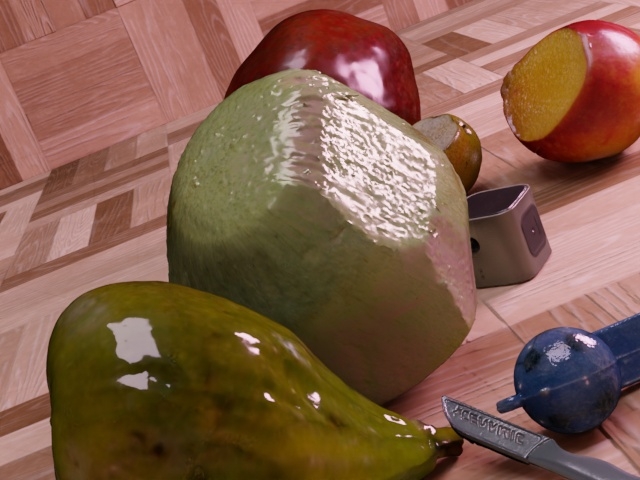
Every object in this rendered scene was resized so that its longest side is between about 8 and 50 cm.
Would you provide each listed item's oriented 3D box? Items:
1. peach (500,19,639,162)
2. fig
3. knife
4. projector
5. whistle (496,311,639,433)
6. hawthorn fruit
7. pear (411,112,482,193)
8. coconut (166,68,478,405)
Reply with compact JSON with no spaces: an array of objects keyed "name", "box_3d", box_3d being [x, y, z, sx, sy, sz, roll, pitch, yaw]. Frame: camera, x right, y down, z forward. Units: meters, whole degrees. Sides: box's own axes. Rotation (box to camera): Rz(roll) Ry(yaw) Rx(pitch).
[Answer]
[{"name":"peach","box_3d":[0.330,-0.191,1.401,0.193,0.190,0.190,1,22,8]},{"name":"fig","box_3d":[-0.055,0.147,0.804,0.314,0.233,0.233,6,24,10]},{"name":"knife","box_3d":[0.164,0.156,0.801,0.210,0.015,0.028,15,67,47]},{"name":"projector","box_3d":[0.194,-0.005,1.179,0.083,0.082,0.083,-10,21,35]},{"name":"whistle","box_3d":[0.209,0.101,0.846,0.158,0.090,0.090,-22,17,-5]},{"name":"hawthorn fruit","box_3d":[0.005,-0.171,1.579,0.308,0.308,0.324,-16,42,17]},{"name":"pear","box_3d":[0.159,-0.097,1.465,0.141,0.104,0.141,-35,28,22]},{"name":"coconut","box_3d":[0.010,0.008,1.038,0.281,0.328,0.328,-41,15,9]}]
